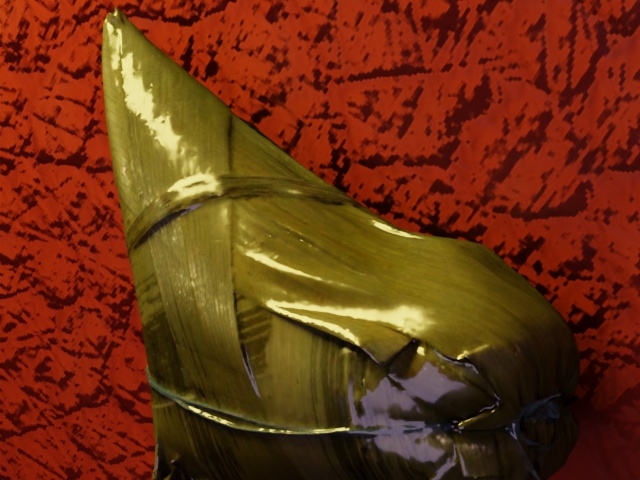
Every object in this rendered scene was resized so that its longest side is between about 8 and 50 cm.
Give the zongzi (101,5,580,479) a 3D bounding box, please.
[{"bbox_3d":[0.000,0.000,0.841,0.251,0.125,0.274,-6,98,43],"label":"zongzi"}]
